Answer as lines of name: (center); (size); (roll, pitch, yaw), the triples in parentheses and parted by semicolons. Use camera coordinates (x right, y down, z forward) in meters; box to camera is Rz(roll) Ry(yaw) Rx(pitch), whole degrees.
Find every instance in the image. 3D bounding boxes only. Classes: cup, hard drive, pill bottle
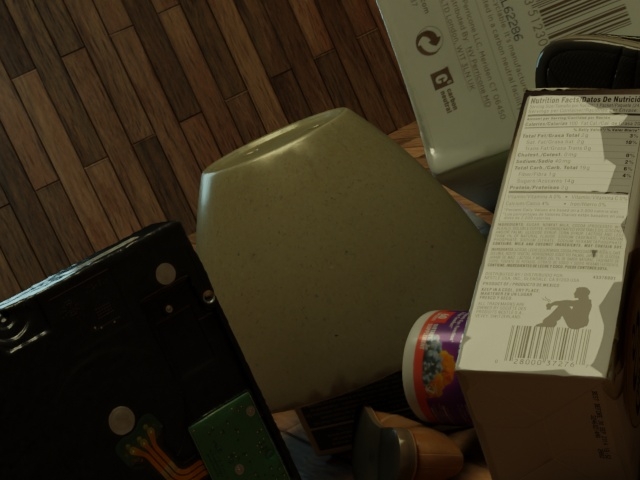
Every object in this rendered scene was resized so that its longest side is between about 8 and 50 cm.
cup: (0.000, 0.000, 1.519); (0.331, 0.237, 0.331); (-24, 10, 4)
hard drive: (-0.144, 0.184, 1.130); (0.237, 0.338, 0.064); (-31, 11, -28)
pill bottle: (0.181, 0.117, 1.298); (0.194, 0.108, 0.108); (-1, 22, 34)

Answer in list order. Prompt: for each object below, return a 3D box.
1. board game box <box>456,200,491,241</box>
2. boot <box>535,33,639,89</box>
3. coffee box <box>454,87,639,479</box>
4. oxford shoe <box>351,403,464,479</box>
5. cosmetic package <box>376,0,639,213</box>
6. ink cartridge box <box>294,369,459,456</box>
board game box: (0.067, 0.002, 2.015); (0.318, 0.065, 0.318); (-3, 10, -5)
boot: (0.437, -0.162, 1.455); (0.377, 0.138, 0.284); (15, 35, 28)
coffee box: (0.206, 0.036, 1.162); (0.119, 0.168, 0.297); (1, 49, 22)
oxford shoe: (0.076, 0.200, 1.360); (0.076, 0.076, 0.212); (4, 1, -15)
cosmetic package: (0.308, -0.248, 1.954); (0.327, 0.329, 0.394); (-22, -16, 18)
ink cartridge box: (0.105, 0.127, 1.543); (0.193, 0.088, 0.235); (-16, 13, 32)
